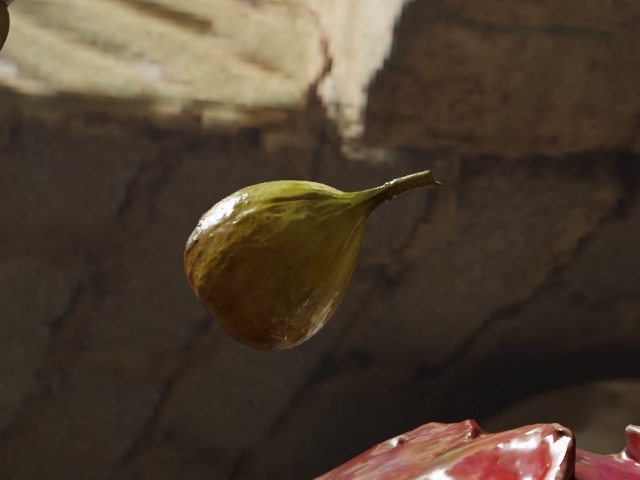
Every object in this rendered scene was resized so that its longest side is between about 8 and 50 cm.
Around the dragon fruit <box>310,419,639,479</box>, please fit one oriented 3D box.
[{"bbox_3d":[0.068,0.226,1.019,0.249,0.386,0.371,60,-167,11],"label":"dragon fruit"}]

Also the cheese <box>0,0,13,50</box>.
[{"bbox_3d":[-0.223,-0.145,1.235,0.192,0.097,0.037,-45,72,10],"label":"cheese"}]

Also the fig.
[{"bbox_3d":[0.000,0.000,1.805,0.257,0.159,0.159,-28,49,16],"label":"fig"}]
